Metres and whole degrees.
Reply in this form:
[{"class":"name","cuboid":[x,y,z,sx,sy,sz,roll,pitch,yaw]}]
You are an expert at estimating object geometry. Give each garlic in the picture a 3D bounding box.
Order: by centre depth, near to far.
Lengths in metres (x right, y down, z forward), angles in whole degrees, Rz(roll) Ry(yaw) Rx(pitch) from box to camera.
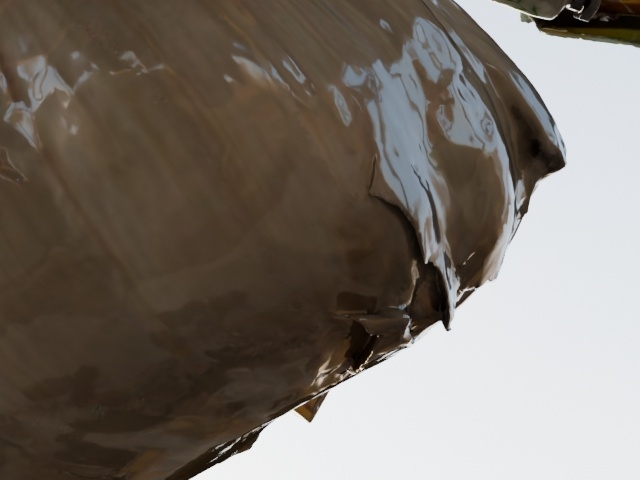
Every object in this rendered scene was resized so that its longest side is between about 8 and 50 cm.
[{"class":"garlic","cuboid":[-0.066,-0.007,0.797,0.322,0.241,0.322,-10,-20,-4]}]

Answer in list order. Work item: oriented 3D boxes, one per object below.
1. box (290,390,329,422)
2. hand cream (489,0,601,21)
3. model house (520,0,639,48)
[{"class":"box","cuboid":[0.000,0.000,1.806,0.301,0.084,0.193,-60,-30,-11]},{"class":"hand cream","cuboid":[0.071,-0.170,1.090,0.194,0.042,0.067,17,-79,-14]},{"class":"model house","cuboid":[0.217,-0.284,1.225,0.340,0.300,0.323,33,-18,-19]}]
